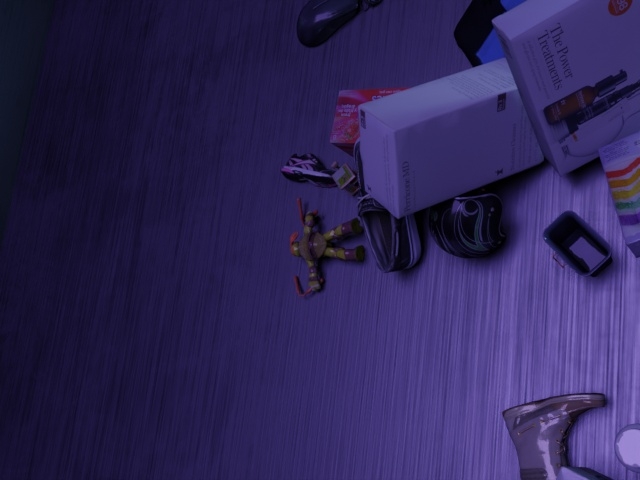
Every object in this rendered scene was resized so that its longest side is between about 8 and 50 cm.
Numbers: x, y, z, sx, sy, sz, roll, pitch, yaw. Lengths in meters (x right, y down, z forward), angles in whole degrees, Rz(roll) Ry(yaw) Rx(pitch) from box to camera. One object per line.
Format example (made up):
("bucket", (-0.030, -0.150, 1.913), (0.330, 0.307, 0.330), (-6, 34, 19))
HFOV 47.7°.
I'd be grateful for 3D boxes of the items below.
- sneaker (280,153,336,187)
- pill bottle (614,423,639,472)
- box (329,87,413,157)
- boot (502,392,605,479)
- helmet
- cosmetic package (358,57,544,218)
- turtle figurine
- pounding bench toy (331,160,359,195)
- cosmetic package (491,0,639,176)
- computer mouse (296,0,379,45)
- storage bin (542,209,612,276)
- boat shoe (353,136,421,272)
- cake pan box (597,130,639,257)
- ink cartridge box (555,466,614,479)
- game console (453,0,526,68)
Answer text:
("sneaker", (-0.025, -0.199, 1.954), (0.178, 0.072, 0.077), (16, 75, 30))
("pill bottle", (0.587, 0.379, 1.319), (0.087, 0.160, 0.087), (-10, 71, 30))
("box", (0.194, -0.281, 1.781), (0.299, 0.154, 0.142), (6, 81, 33))
("boot", (0.479, 0.396, 1.438), (0.213, 0.077, 0.165), (-24, 63, 31))
("helmet", (0.326, -0.040, 1.609), (0.169, 0.169, 0.162), (11, 117, 35))
("cosmetic package", (0.281, -0.223, 1.538), (0.384, 0.217, 0.156), (-24, 38, -18))
("turtle figurine", (0.000, 0.000, 1.864), (0.217, 0.087, 0.270), (-11, 70, 31))
("pounding bench toy", (0.069, -0.168, 1.882), (0.052, 0.065, 0.083), (-43, 57, 17))
("cosmetic package", (0.531, -0.336, 1.404), (0.284, 0.377, 0.097), (-30, 42, 9))
("computer mouse", (0.026, -0.670, 2.055), (0.272, 0.072, 0.189), (-39, 60, 18))
("storage bin", (0.537, 0.020, 1.501), (0.098, 0.091, 0.135), (-46, 56, 14))
("boat shoe", (0.144, -0.086, 1.693), (0.121, 0.119, 0.336), (-17, 94, 43))
("cake pan box", (0.688, -0.120, 1.370), (0.266, 0.070, 0.246), (-22, 52, 30))
("ink cartridge box", (0.502, 0.502, 1.331), (0.127, 0.176, 0.128), (21, 88, 38))
("game console", (0.467, -0.464, 1.623), (0.342, 0.060, 0.387), (-54, 49, 44))
